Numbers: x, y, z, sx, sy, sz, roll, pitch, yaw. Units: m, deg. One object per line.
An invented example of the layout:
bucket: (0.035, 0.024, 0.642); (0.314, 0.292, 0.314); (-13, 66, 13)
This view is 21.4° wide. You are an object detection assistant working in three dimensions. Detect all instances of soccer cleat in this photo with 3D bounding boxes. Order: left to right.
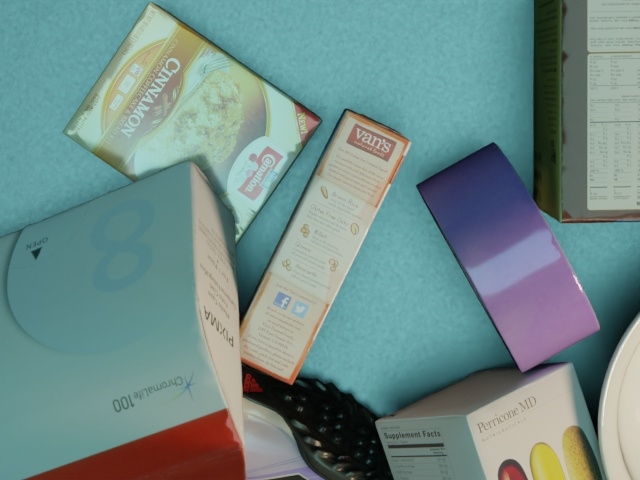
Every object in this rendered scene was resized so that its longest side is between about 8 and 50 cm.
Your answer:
soccer cleat: (-0.063, 0.179, 1.545); (0.318, 0.109, 0.116); (25, 123, -9)

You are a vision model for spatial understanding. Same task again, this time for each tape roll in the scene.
tape roll: (0.162, 0.015, 1.471); (0.080, 0.189, 0.189); (-29, 94, 4)

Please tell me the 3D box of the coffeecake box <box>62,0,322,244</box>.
coffeecake box: (-0.113, -0.103, 1.525); (0.185, 0.068, 0.142); (34, 94, -3)

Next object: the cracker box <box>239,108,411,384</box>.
cracker box: (0.000, 0.000, 1.488); (0.067, 0.156, 0.232); (25, 95, -2)

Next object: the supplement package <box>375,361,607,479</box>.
supplement package: (0.171, 0.246, 1.493); (0.139, 0.134, 0.244); (-23, 96, -35)

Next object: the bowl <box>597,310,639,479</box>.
bowl: (0.386, 0.149, 1.507); (0.297, 0.134, 0.298); (0, 94, 1)

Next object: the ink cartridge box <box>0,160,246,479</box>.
ink cartridge box: (-0.216, 0.144, 1.384); (0.308, 0.385, 0.091); (-20, 136, 17)

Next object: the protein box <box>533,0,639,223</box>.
protein box: (0.260, -0.122, 1.452); (0.135, 0.200, 0.201); (0, 95, 1)
